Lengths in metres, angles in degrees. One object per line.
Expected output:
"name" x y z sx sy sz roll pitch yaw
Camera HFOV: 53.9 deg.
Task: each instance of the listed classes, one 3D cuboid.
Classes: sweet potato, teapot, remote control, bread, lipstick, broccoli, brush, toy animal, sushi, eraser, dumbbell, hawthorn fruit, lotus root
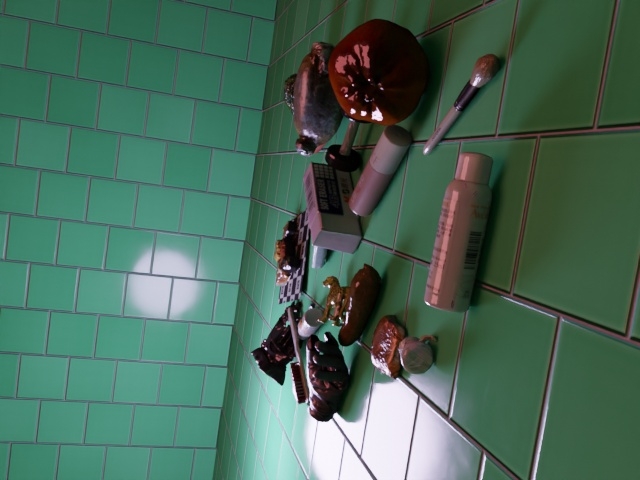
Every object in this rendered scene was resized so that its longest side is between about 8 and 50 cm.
"sweet potato" 0.091 0.175 1.541 0.075 0.075 0.273 -102 21 -50
"teapot" 0.187 0.211 1.210 0.083 0.064 0.064 -48 13 4
"remote control" 0.000 0.000 1.896 0.247 0.052 0.104 99 177 -60
"bread" 0.144 0.230 1.372 0.126 0.044 0.129 -148 69 -72
"lipstick" 0.139 -0.162 1.508 0.254 0.070 0.070 116 156 -50
"broccoli" -0.052 -0.505 2.212 0.156 0.195 0.195 -49 14 -7
"brush" 0.259 -0.249 1.198 0.299 0.039 0.042 120 156 -62
"toy animal" 0.050 0.157 1.695 0.181 0.073 0.136 144 138 -74
"sushi" -0.126 0.057 2.345 0.359 0.064 0.343 153 126 -71
"eraser" 0.031 -0.096 1.767 0.287 0.130 0.086 -96 24 -44
"brush" -0.082 0.369 2.010 0.060 0.050 0.321 87 172 -59
"dumbbell" 0.083 -0.289 1.713 0.100 0.100 0.191 -102 24 -50
"hawthorn fruit" 0.136 -0.387 1.396 0.261 0.224 0.224 -69 0 -50
"lotus root" -0.003 -0.431 1.951 0.175 0.175 0.349 -122 42 -66

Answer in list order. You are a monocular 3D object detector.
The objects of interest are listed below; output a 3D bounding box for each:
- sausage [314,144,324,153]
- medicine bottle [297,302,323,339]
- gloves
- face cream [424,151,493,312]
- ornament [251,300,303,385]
"sausage" -0.011 -0.341 2.143 0.154 0.062 0.062 148 127 -71
"medicine bottle" -0.036 0.255 1.976 0.220 0.061 0.092 116 168 -65
"gloves" 0.010 0.349 1.647 0.142 0.119 0.285 34 139 37
"face cream" 0.239 -0.016 1.068 0.082 0.082 0.269 -138 56 -71
"ornament" -0.119 0.341 2.178 0.260 0.106 0.251 -55 19 -1
